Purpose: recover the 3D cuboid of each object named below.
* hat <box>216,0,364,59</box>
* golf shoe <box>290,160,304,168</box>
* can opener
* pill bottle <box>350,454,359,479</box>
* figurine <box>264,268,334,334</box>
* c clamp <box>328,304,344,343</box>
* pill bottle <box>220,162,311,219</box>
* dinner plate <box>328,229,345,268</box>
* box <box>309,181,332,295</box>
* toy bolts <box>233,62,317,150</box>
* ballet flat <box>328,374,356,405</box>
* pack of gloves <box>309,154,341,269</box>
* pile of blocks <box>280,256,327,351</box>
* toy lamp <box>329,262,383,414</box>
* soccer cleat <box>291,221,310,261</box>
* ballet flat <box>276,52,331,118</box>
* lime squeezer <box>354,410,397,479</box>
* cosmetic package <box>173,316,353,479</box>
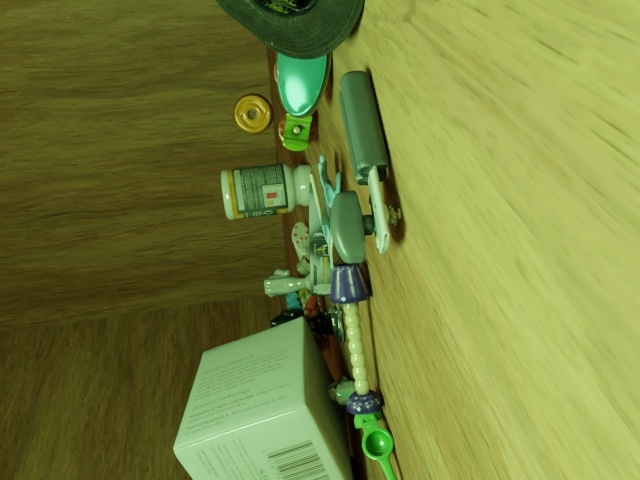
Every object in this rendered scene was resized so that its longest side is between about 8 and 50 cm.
[{"bbox_3d":[-0.037,-0.454,0.816,0.134,0.331,0.331,-50,-23,-32],"label":"hat"},{"bbox_3d":[-0.072,-0.212,1.878,0.086,0.069,0.176,60,171,12],"label":"golf shoe"},{"bbox_3d":[0.054,-0.110,0.767,0.074,0.093,0.280,99,167,-70],"label":"can opener"},{"bbox_3d":[0.048,0.665,1.492,0.122,0.123,0.219,91,170,-51],"label":"pill bottle"},{"bbox_3d":[-0.057,0.190,1.666,0.092,0.210,0.214,-9,-88,-58],"label":"figurine"},{"bbox_3d":[0.045,0.209,1.465,0.160,0.022,0.137,124,133,-78],"label":"c clamp"},{"bbox_3d":[-0.164,-0.158,1.698,0.162,0.279,0.162,173,90,-84],"label":"pill bottle"},{"bbox_3d":[0.036,-0.006,1.050,0.141,0.017,0.141,8,-90,-74],"label":"dinner plate"},{"bbox_3d":[0.000,0.000,1.344,0.231,0.056,0.183,91,179,-51],"label":"box"},{"bbox_3d":[-0.103,-0.364,1.411,0.158,0.218,0.228,-99,22,-76],"label":"toy bolts"},{"bbox_3d":[0.051,0.383,1.389,0.213,0.068,0.072,109,153,-76],"label":"ballet flat"},{"bbox_3d":[0.032,-0.060,1.130,0.195,0.046,0.232,-79,-22,-67],"label":"pack of gloves"},{"bbox_3d":[-0.054,0.241,1.773,0.112,0.149,0.362,-112,17,-67],"label":"pile of blocks"},{"bbox_3d":[0.066,0.178,1.010,0.080,0.080,0.274,-141,42,-80],"label":"toy lamp"},{"bbox_3d":[-0.062,0.028,1.974,0.076,0.068,0.196,90,168,-64],"label":"soccer cleat"},{"bbox_3d":[-0.032,-0.427,1.098,0.124,0.116,0.342,-63,-29,-65],"label":"ballet flat"},{"bbox_3d":[0.102,0.380,1.011,0.310,0.059,0.109,-121,24,-71],"label":"lime squeezer"},{"bbox_3d":[-0.127,0.472,1.417,0.393,0.328,0.329,-95,-18,-69],"label":"cosmetic package"}]
